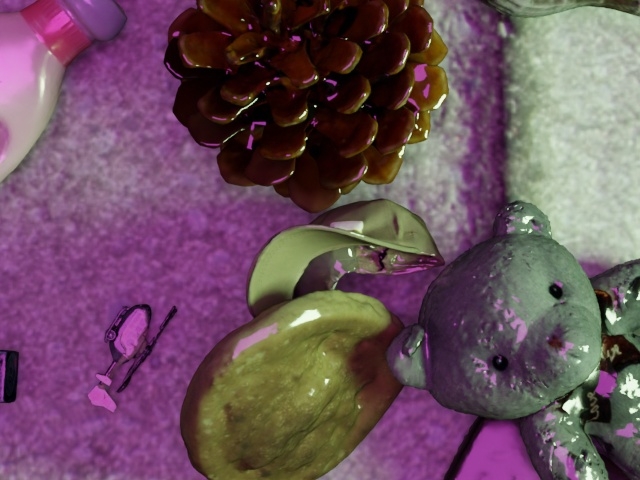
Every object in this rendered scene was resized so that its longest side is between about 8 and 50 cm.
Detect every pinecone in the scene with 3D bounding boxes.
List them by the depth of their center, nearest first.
[{"bbox_3d":[-0.023,-0.168,1.697,0.264,0.264,0.264,0,88,3],"label":"pinecone"}]

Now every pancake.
[{"bbox_3d":[-0.015,0.143,1.709,0.242,0.242,0.050,-39,52,2],"label":"pancake"}]

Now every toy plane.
[{"bbox_3d":[-0.185,0.103,1.803,0.049,0.031,0.120,33,88,-5],"label":"toy plane"}]

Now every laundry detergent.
[{"bbox_3d":[-0.331,-0.131,1.790,0.335,0.088,0.159,-38,91,1],"label":"laundry detergent"}]

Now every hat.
[{"bbox_3d":[0.000,0.000,1.706,0.166,0.173,0.144,-30,45,14],"label":"hat"}]

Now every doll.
[{"bbox_3d":[0.249,0.111,1.705,0.340,0.158,0.246,31,77,0],"label":"doll"}]

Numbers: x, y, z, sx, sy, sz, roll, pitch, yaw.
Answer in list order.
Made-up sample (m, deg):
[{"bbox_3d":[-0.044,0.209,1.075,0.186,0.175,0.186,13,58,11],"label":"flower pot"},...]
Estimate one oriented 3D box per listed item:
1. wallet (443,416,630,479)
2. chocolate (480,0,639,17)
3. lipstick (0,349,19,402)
[{"bbox_3d":[0.254,0.287,1.766,0.309,0.042,0.165,29,92,4],"label":"wallet"},{"bbox_3d":[0.245,-0.254,1.752,0.248,0.110,0.110,4,89,4],"label":"chocolate"},{"bbox_3d":[-0.446,0.121,1.810,0.312,0.051,0.051,3,89,6],"label":"lipstick"}]
